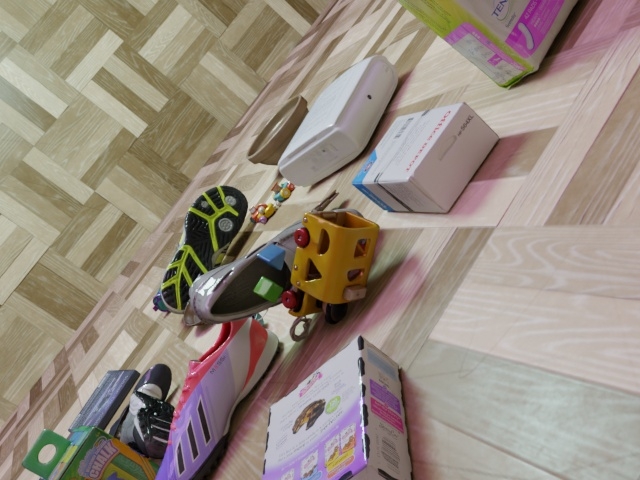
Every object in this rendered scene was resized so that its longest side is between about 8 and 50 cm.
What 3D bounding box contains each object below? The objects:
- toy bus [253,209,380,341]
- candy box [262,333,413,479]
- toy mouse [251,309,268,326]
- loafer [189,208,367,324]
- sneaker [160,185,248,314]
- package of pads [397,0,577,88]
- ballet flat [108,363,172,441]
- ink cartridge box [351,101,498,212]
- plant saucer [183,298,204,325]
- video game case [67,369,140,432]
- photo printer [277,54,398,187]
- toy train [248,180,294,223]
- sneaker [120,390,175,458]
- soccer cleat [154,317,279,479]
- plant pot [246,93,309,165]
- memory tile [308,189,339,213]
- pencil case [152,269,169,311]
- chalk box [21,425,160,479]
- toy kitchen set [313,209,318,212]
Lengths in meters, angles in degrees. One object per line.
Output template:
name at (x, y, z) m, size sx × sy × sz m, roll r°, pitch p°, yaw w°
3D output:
toy bus at (0.019, 0.054, 0.976) m, size 0.104 × 0.202 × 0.191 m, roll 26°, pitch 67°, yaw 40°
candy box at (0.014, 0.226, 0.728) m, size 0.165 × 0.070 × 0.196 m, roll -43°, pitch 21°, yaw 22°
toy mouse at (-0.131, 0.178, 1.207) m, size 0.143 × 0.031 × 0.161 m, roll -47°, pitch 19°, yaw 11°
loafer at (-0.052, 0.043, 1.051) m, size 0.320 × 0.112 × 0.111 m, roll -30°, pitch 16°, yaw -17°
sneaker at (-0.317, 0.018, 1.741) m, size 0.384 × 0.145 × 0.147 m, roll -63°, pitch 8°, yaw -27°
package of pads at (0.249, -0.408, 1.026) m, size 0.229 × 0.297 × 0.101 m, roll -57°, pitch 11°, yaw -17°
ballet flat at (-0.372, 0.352, 1.377) m, size 0.203 × 0.074 × 0.074 m, roll -56°, pitch 19°, yaw 2°
ink cartridge box at (0.156, -0.124, 1.033) m, size 0.148 × 0.086 × 0.203 m, roll -54°, pitch 20°, yaw -9°
plant saucer at (-0.254, 0.135, 1.552) m, size 0.168 × 0.029 × 0.168 m, roll -35°, pitch 29°, yaw 23°
video game case at (-0.583, 0.435, 1.772) m, size 0.274 × 0.026 × 0.196 m, roll -18°, pitch 37°, yaw 57°
photo printer at (0.048, -0.289, 1.560) m, size 0.256 × 0.107 × 0.307 m, roll -28°, pitch 29°, yaw 49°
toy train at (-0.136, -0.107, 1.734) m, size 0.166 × 0.046 × 0.125 m, roll -47°, pitch 19°, yaw 13°
sneaker at (-0.310, 0.357, 1.209) m, size 0.107 × 0.100 × 0.271 m, roll -67°, pitch 17°, yaw -10°
soccer cleat at (-0.188, 0.258, 1.054) m, size 0.109 × 0.116 × 0.318 m, roll -17°, pitch 38°, yaw 59°
plant pot at (-0.097, -0.294, 1.898) m, size 0.237 × 0.110 × 0.237 m, roll -44°, pitch 19°, yaw 20°
memory tile at (-0.025, -0.039, 1.330) m, size 0.148 × 0.012 × 0.113 m, roll -47°, pitch -2°, yaw 41°
pencil case at (-0.443, 0.143, 1.938) m, size 0.070 × 0.064 × 0.151 m, roll -26°, pitch 26°, yaw 18°
chalk box at (-0.377, 0.390, 1.088) m, size 0.132 × 0.213 × 0.132 m, roll -23°, pitch 33°, yaw 54°
toy kitchen set at (0.000, 0.000, 1.246) m, size 0.068 × 0.075 × 0.083 m, roll -49°, pitch -21°, yaw -5°
